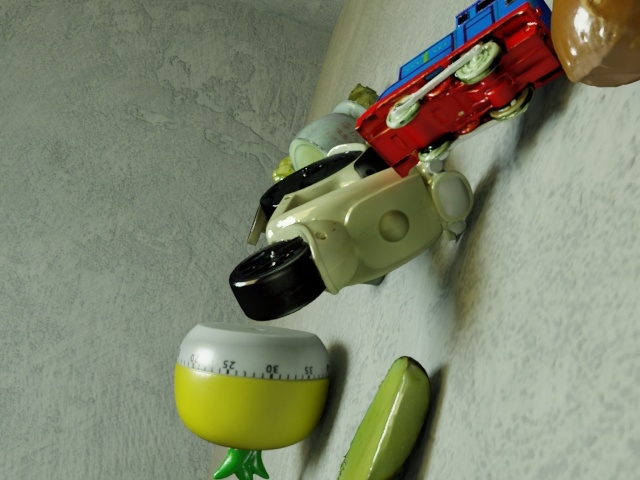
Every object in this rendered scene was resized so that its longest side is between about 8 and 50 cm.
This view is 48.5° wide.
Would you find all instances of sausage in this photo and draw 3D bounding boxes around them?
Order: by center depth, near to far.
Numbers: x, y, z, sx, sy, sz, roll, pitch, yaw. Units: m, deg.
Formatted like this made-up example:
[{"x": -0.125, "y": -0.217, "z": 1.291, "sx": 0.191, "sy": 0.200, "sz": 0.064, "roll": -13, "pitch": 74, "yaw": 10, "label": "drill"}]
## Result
[{"x": 0.229, "y": -0.238, "z": 0.510, "sx": 0.105, "sy": 0.105, "sz": 0.274, "roll": 139, "pitch": 147, "yaw": -74, "label": "sausage"}]

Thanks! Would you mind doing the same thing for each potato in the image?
[{"x": 0.071, "y": 0.217, "z": 0.755, "sx": 0.119, "sy": 0.054, "sz": 0.197, "roll": -157, "pitch": 90, "yaw": -86, "label": "potato"}, {"x": 0.089, "y": -0.262, "z": 1.494, "sx": 0.225, "sy": 0.090, "sz": 0.117, "roll": -90, "pitch": 20, "yaw": -61, "label": "potato"}]

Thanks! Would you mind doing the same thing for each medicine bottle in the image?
[{"x": 0.036, "y": -0.167, "z": 1.323, "sx": 0.143, "sy": 0.147, "sz": 0.147, "roll": -40, "pitch": -8, "yaw": -27, "label": "medicine bottle"}]

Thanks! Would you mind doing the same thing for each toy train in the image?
[{"x": 0.141, "y": -0.159, "z": 0.707, "sx": 0.204, "sy": 0.083, "sz": 0.131, "roll": -30, "pitch": 33, "yaw": 32, "label": "toy train"}]

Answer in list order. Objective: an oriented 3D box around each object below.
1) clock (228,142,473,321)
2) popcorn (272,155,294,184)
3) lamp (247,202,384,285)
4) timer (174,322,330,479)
[{"x": 0.038, "y": -0.041, "z": 0.878, "sx": 0.379, "sy": 0.277, "sz": 0.120, "roll": -88, "pitch": -26, "yaw": -67, "label": "clock"}, {"x": -0.021, "y": -0.067, "z": 1.485, "sx": 0.255, "sy": 0.195, "sz": 0.255, "roll": 128, "pitch": 140, "yaw": -81, "label": "popcorn"}, {"x": 0.000, "y": 0.000, "z": 1.102, "sx": 0.121, "sy": 0.215, "sz": 0.121, "roll": -161, "pitch": 90, "yaw": -83, "label": "lamp"}, {"x": -0.119, "y": 0.281, "z": 1.192, "sx": 0.285, "sy": 0.285, "sz": 0.285, "roll": -162, "pitch": 90, "yaw": -82, "label": "timer"}]
